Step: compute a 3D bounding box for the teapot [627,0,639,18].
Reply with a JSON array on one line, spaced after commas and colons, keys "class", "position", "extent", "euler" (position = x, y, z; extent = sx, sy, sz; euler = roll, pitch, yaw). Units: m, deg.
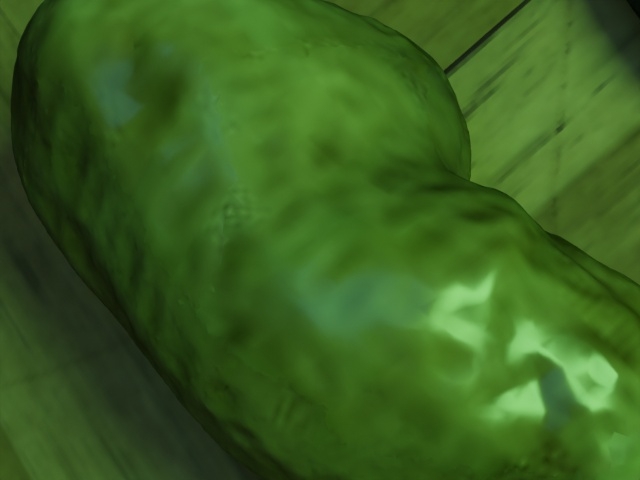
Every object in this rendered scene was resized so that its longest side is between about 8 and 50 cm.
[{"class": "teapot", "position": [0.109, -0.104, 0.502], "extent": [0.043, 0.043, 0.110], "euler": [-38, 57, 5]}]

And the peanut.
[{"class": "peanut", "position": [0.000, 0.000, 0.461], "extent": [0.137, 0.122, 0.253], "euler": [-38, 62, -4]}]
